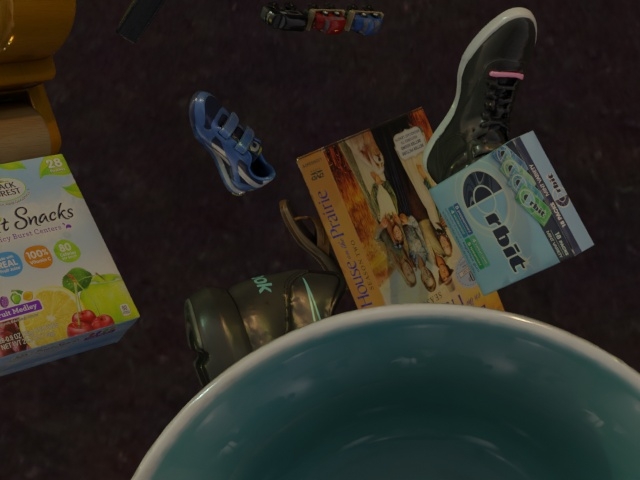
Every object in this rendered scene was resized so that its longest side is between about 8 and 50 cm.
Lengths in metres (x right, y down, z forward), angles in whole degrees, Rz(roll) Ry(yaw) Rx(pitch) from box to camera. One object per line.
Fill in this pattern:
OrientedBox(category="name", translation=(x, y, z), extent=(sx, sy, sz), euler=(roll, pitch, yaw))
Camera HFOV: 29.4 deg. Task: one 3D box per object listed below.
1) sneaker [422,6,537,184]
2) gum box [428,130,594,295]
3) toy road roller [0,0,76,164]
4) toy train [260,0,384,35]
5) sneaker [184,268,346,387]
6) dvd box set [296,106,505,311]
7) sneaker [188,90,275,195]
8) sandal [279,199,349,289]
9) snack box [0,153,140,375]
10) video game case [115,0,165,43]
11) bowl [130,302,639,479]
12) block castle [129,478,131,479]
OrientedBox(category="sneaker", translation=(0.240, -0.162, 1.656), extent=(0.105, 0.147, 0.295), euler=(3, 130, -26))
OrientedBox(category="gum box", translation=(0.232, -0.030, 1.510), extent=(0.157, 0.041, 0.184), euler=(63, 147, 4))
OrientedBox(category="toy road roller", translation=(-0.439, -0.245, 1.645), extent=(0.241, 0.202, 0.329), euler=(-16, 93, 34))
OrientedBox(category="toy train", translation=(0.008, -0.238, 1.311), extent=(0.158, 0.036, 0.027), euler=(-6, 130, -36))
OrientedBox(category="sneaker", translation=(0.002, 0.145, 0.756), extent=(0.106, 0.101, 0.267), euler=(-19, 93, -14))
OrientedBox(category="dvd box set", translation=(0.145, 0.018, 1.950), extent=(0.062, 0.308, 0.420), euler=(-19, 94, 40))
OrientedBox(category="sneaker", translation=(-0.101, -0.117, 1.415), extent=(0.059, 0.053, 0.144), euler=(-6, 132, 34))
OrientedBox(category="sandal", translation=(0.000, 0.000, 1.896), extent=(0.049, 0.072, 0.180), euler=(-38, 104, 10))
OrientedBox(category="snack box", translation=(-0.310, 0.024, 1.254), extent=(0.070, 0.174, 0.207), euler=(-44, 69, 45))
OrientedBox(category="video game case", translation=(-0.178, -0.431, 1.692), extent=(0.035, 0.248, 0.275), euler=(33, 122, -15))
OrientedBox(category="bowl", translation=(0.053, 0.192, 0.614), extent=(0.312, 0.163, 0.311), euler=(0, 82, 2))
OrientedBox(category="block castle", translation=(-0.060, 0.474, 1.685), extent=(0.213, 0.303, 0.453), euler=(-36, 72, 22))
